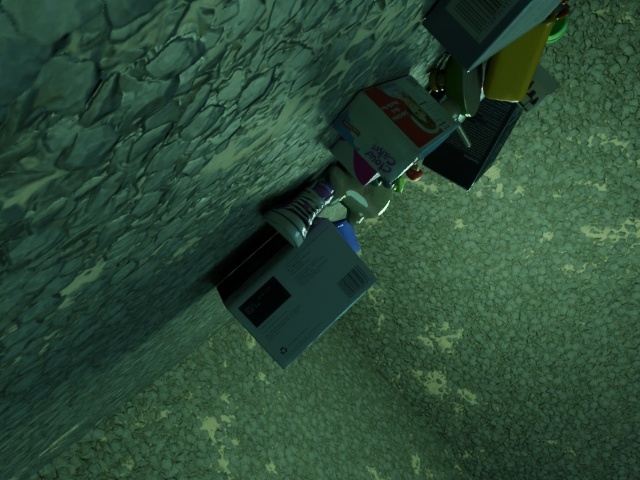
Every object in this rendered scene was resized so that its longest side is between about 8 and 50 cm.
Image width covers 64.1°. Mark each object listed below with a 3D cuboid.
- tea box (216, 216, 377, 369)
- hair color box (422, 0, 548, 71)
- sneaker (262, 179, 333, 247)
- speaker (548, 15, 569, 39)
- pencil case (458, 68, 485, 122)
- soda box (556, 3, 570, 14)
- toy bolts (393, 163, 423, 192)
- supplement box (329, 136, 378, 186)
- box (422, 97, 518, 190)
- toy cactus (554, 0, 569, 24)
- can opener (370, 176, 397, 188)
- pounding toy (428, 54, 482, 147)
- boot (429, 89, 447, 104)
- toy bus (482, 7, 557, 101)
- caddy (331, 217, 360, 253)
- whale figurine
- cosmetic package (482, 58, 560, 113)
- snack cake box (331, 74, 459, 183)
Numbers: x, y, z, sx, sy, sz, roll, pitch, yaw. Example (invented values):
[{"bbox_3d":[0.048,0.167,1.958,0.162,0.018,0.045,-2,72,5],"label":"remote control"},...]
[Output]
[{"bbox_3d":[-0.078,0.117,1.377,0.329,0.220,0.323,-42,-165,-8],"label":"tea box"},{"bbox_3d":[0.343,-0.432,0.843,0.374,0.113,0.185,-39,175,-39],"label":"hair color box"},{"bbox_3d":[-0.040,-0.077,1.133,0.161,0.102,0.282,-46,-173,1],"label":"sneaker"},{"bbox_3d":[0.841,-0.795,1.876,0.131,0.131,0.296,-44,176,30],"label":"speaker"},{"bbox_3d":[0.475,-0.481,1.613,0.273,0.124,0.113,127,-32,-62],"label":"pencil case"},{"bbox_3d":[0.606,-0.635,1.417,0.091,0.098,0.286,-44,176,41],"label":"soda box"},{"bbox_3d":[0.263,-0.291,1.931,0.229,0.158,0.218,-28,129,-35],"label":"toy bolts"},{"bbox_3d":[0.134,-0.219,1.134,0.111,0.114,0.220,-44,175,36],"label":"supplement box"},{"bbox_3d":[0.590,-0.435,1.885,0.293,0.212,0.395,-38,156,-48],"label":"box"},{"bbox_3d":[0.502,-0.565,1.228,0.219,0.112,0.180,-26,162,28],"label":"toy cactus"},{"bbox_3d":[0.205,-0.252,1.320,0.280,0.074,0.093,-59,142,-26],"label":"can opener"},{"bbox_3d":[0.313,-0.367,1.238,0.183,0.110,0.236,33,67,-57],"label":"pounding toy"},{"bbox_3d":[0.388,-0.445,1.433,0.236,0.085,0.178,-39,173,-40],"label":"boot"},{"bbox_3d":[0.459,-0.441,1.205,0.332,0.108,0.130,71,32,-68],"label":"toy bus"},{"bbox_3d":[0.000,0.000,1.837,0.241,0.179,0.341,-19,-176,17],"label":"caddy"},{"bbox_3d":[0.081,-0.149,1.358,0.272,0.141,0.216,-10,112,-50],"label":"whale figurine"},{"bbox_3d":[0.524,-0.467,1.389,0.060,0.239,0.099,-40,176,-27],"label":"cosmetic package"},{"bbox_3d":[0.154,-0.222,0.982,0.089,0.152,0.264,-45,176,36],"label":"snack cake box"}]
